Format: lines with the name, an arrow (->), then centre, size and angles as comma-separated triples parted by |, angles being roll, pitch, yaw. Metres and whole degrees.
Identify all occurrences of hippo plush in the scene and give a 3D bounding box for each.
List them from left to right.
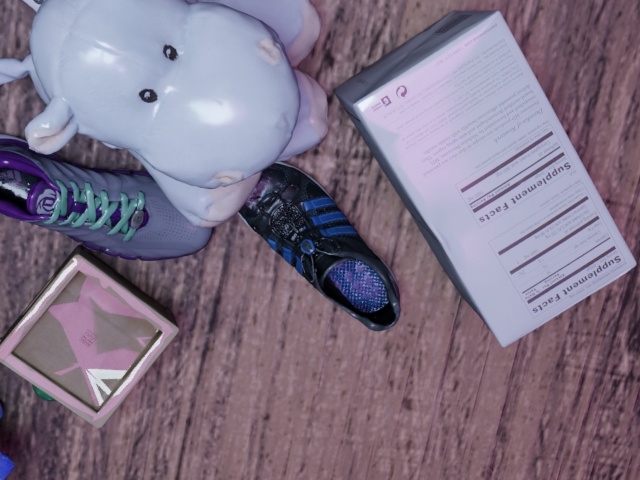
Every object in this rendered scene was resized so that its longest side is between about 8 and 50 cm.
hippo plush -> -0.110, -0.148, 0.612 | 0.294, 0.236, 0.234 | 28, 87, -11

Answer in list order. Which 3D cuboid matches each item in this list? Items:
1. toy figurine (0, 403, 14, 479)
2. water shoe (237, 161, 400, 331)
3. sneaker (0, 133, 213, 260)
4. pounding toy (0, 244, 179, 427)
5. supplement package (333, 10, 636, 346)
toy figurine -> -0.372, 0.232, 0.759 | 0.363, 0.217, 0.191 | 1, 128, 37
water shoe -> 0.000, 0.000, 0.762 | 0.203, 0.080, 0.073 | 40, 96, -14
sneaker -> -0.202, -0.024, 0.724 | 0.224, 0.098, 0.083 | 15, 102, -10
pounding toy -> -0.225, 0.087, 0.762 | 0.130, 0.100, 0.141 | 40, 86, -15
supplement package -> 0.137, -0.057, 0.734 | 0.134, 0.139, 0.244 | -33, 107, 3
